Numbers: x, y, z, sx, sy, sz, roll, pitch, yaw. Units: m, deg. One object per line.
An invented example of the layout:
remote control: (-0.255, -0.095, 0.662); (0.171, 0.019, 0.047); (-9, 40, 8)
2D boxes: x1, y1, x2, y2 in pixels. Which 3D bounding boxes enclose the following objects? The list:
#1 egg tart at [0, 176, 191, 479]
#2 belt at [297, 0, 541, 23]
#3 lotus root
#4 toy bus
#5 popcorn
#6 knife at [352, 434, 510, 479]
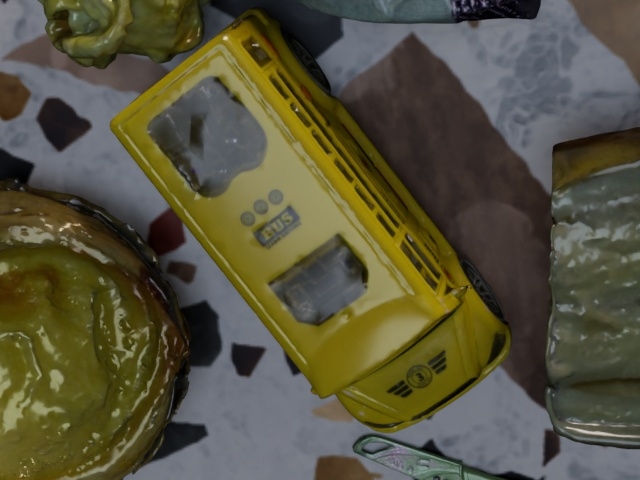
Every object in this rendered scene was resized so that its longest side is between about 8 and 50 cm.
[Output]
egg tart: (-0.238, 0.084, 1.022); (0.279, 0.095, 0.278); (1, 102, 2)
belt: (0.043, -0.280, 0.849); (0.325, 0.122, 0.260); (13, 112, 15)
lotus root: (0.223, 0.026, 0.922); (0.119, 0.138, 0.234); (1, 105, 12)
toy bus: (0.000, 0.000, 0.934); (0.144, 0.152, 0.330); (-36, 98, 14)
popcorn: (-0.144, -0.190, 0.918); (0.136, 0.162, 0.141); (-31, 138, 7)
knife: (0.125, 0.199, 1.043); (0.207, 0.014, 0.030); (19, 106, 4)
